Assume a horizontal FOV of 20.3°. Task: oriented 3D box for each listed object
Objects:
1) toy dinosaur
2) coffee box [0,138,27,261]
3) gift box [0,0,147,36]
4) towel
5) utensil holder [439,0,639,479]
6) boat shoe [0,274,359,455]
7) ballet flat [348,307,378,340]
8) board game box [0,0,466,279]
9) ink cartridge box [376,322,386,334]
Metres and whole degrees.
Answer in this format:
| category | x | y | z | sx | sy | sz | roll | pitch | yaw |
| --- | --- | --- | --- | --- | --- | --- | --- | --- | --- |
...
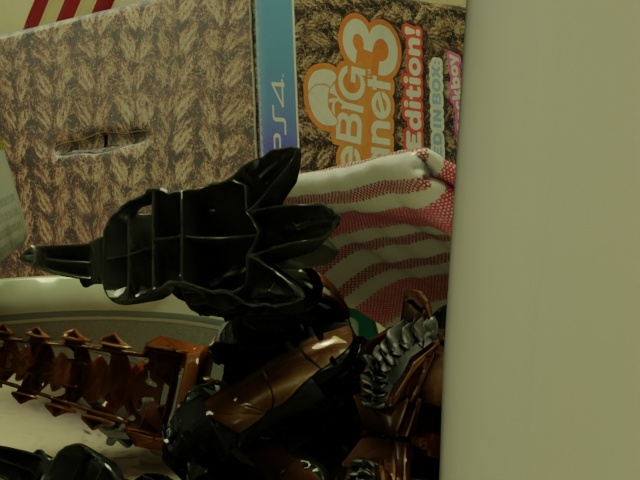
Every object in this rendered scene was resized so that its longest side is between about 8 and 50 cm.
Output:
| category | x | y | z | sx | sy | sz | roll | pitch | yaw |
| --- | --- | --- | --- | --- | --- | --- | --- | --- | --- |
| toy dinosaur | -0.017 | 0.079 | 0.700 | 0.322 | 0.164 | 0.218 | -13 | -16 | 21 |
| coffee box | -0.322 | -0.093 | 0.584 | 0.337 | 0.334 | 0.338 | -16 | 6 | 1 |
| gift box | -0.204 | -0.096 | 1.399 | 0.276 | 0.258 | 0.255 | 22 | 3 | 15 |
| towel | 0.070 | 0.031 | 0.722 | 0.197 | 0.029 | 0.144 | 35 | -22 | -21 |
| utensil holder | 0.192 | -0.026 | 0.434 | 0.327 | 0.386 | 0.327 | 3 | 6 | 0 |
| boat shoe | -0.070 | 0.063 | 0.857 | 0.227 | 0.081 | 0.079 | 12 | -12 | -41 |
| ballet flat | -0.014 | 0.065 | 1.046 | 0.070 | 0.070 | 0.188 | 5 | 2 | 14 |
| board game box | -0.008 | -0.046 | 0.998 | 0.232 | 0.141 | 0.291 | -4 | -3 | 45 |
| ink cartridge box | 0.034 | 0.021 | 1.362 | 0.219 | 0.093 | 0.160 | 0 | 7 | -33 |
